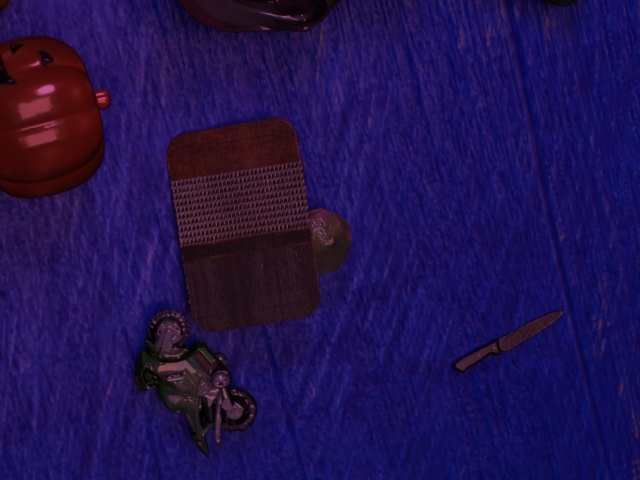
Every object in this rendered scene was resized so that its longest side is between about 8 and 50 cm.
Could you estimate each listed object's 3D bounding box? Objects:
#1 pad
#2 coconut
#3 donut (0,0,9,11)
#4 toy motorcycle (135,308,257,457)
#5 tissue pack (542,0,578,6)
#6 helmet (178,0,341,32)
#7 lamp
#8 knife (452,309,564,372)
[{"bbox_3d":[-0.021,-0.030,1.875,0.323,0.055,0.250,-9,90,25],"label":"pad"},{"bbox_3d":[0.000,0.000,1.940,0.083,0.081,0.082,-14,95,-16],"label":"coconut"},{"bbox_3d":[-0.454,-0.366,1.734,0.330,0.160,0.330,-4,102,-21],"label":"donut"},{"bbox_3d":[-0.164,0.177,1.930,0.106,0.074,0.190,-38,106,3],"label":"toy motorcycle"},{"bbox_3d":[0.227,-0.419,1.940,0.257,0.081,0.185,17,94,-16],"label":"tissue pack"},{"bbox_3d":[-0.039,-0.403,1.800,0.338,0.197,0.271,-23,140,-4],"label":"helmet"},{"bbox_3d":[-0.320,-0.144,1.786,0.164,0.187,0.188,-16,101,-14],"label":"lamp"},{"bbox_3d":[0.251,0.133,2.059,0.170,0.010,0.023,-27,103,-11],"label":"knife"}]
